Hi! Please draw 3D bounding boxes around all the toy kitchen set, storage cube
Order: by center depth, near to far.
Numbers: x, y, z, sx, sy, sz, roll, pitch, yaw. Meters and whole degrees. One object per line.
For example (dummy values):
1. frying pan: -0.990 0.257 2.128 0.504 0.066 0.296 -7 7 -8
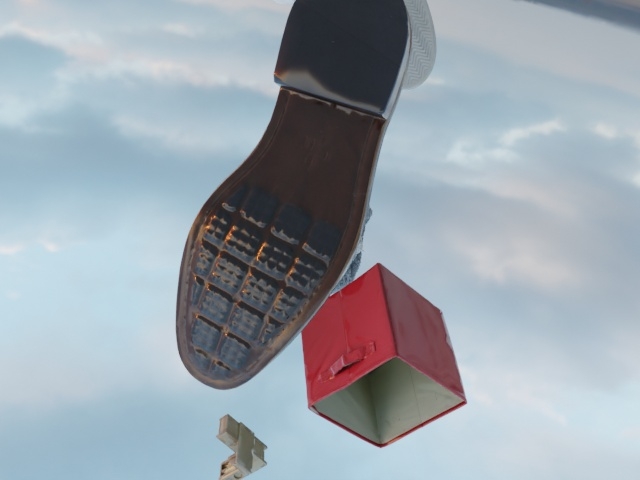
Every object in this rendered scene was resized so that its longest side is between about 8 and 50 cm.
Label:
1. toy kitchen set: -0.124 0.294 0.952 0.083 0.075 0.068 48 -161 -26
2. storage cube: 0.097 0.191 1.170 0.215 0.183 0.193 36 -149 -34

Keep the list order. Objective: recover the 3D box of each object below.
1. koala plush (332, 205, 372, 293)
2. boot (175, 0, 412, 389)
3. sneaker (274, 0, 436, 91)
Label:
1. koala plush: 0.000 0.000 1.319 0.196 0.203 0.221 2 173 2
2. boot: -0.004 -0.026 0.387 0.082 0.219 0.106 27 -169 10
3. sneaker: 0.020 -0.300 0.859 0.108 0.293 0.169 -35 -171 -13
